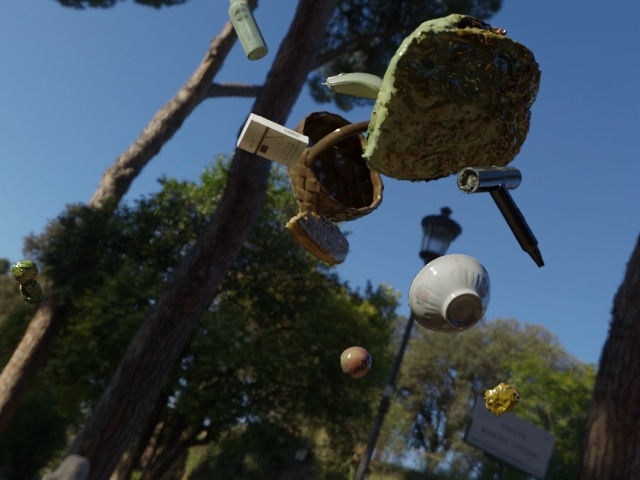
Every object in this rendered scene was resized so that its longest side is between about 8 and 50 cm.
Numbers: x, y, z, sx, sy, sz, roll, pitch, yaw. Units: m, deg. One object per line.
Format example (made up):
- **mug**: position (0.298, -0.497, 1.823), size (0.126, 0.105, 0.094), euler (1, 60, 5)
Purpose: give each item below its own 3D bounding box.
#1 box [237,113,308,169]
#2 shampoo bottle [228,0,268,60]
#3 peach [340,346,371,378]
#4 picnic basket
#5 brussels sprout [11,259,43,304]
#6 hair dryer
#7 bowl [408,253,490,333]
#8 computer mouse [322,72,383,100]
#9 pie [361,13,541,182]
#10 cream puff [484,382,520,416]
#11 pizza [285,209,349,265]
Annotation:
- **box**: position (-0.116, -0.242, 1.620), size (0.154, 0.040, 0.084), euler (20, -54, -19)
- **shampoo bottle**: position (-0.185, -0.525, 1.580), size (0.195, 0.056, 0.056), euler (66, -21, 11)
- **peach**: position (0.092, 0.314, 1.707), size (0.083, 0.083, 0.083), euler (20, -23, 9)
- **picnic basket**: position (0.076, -0.235, 1.836), size (0.292, 0.338, 0.337), euler (-5, 0, -41)
- **brussels sprout**: position (-0.549, 0.078, 1.240), size (0.046, 0.084, 0.051), euler (-12, 15, -26)
- **hair dryer**: position (0.322, -0.039, 1.136), size (0.173, 0.195, 0.050), euler (-8, -19, -48)
- **bowl**: position (0.286, 0.130, 1.396), size (0.189, 0.189, 0.086), euler (33, 11, -20)
- **computer mouse**: position (0.094, -0.378, 1.604), size (0.181, 0.056, 0.089), euler (11, 17, 5)
- **pie**: position (0.301, -0.317, 1.554), size (0.180, 0.417, 0.396), euler (-128, -146, -55)
- **cream puff**: position (0.437, 0.379, 1.595), size (0.083, 0.083, 0.058), euler (1, -45, 28)
- **pizza**: position (-0.003, 0.000, 1.543), size (0.058, 0.127, 0.246), euler (-26, -16, 22)
